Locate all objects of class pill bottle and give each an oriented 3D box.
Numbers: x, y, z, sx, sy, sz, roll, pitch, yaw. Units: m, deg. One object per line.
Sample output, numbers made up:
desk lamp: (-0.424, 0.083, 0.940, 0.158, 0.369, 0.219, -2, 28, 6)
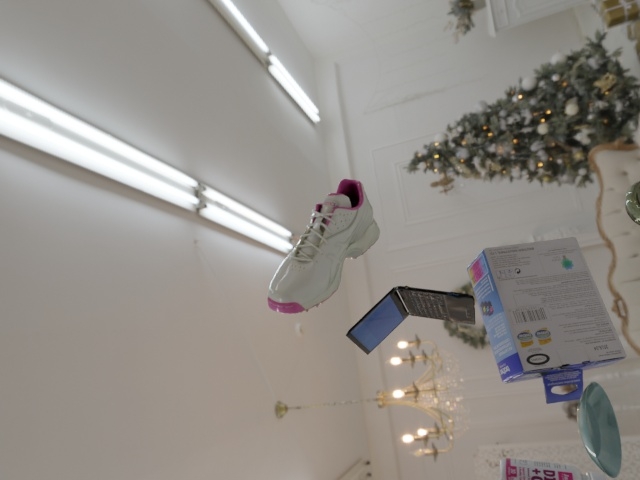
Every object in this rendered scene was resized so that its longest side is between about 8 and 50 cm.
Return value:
pill bottle: (0.684, 0.742, 1.349, 0.160, 0.283, 0.161, -4, -90, -67)

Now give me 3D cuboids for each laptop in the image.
laptop: (0.225, 0.208, 1.095, 0.234, 0.264, 0.137, 53, -133, -60)

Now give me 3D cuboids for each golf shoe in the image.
golf shoe: (0.000, 0.000, 0.794, 0.306, 0.115, 0.140, -47, -43, -45)

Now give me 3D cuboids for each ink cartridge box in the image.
ink cartridge box: (0.581, 0.208, 1.194, 0.151, 0.269, 0.396, 91, 171, -62)

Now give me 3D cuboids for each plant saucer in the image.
plant saucer: (0.607, 0.413, 1.009, 0.195, 0.037, 0.195, 19, -119, -40)

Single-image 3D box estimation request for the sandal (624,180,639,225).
sandal: (0.610, -0.065, 0.644, 0.086, 0.302, 0.120, 70, -157, -49)
